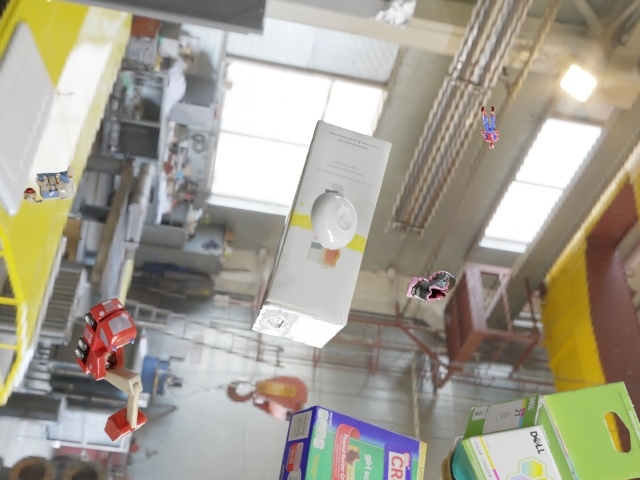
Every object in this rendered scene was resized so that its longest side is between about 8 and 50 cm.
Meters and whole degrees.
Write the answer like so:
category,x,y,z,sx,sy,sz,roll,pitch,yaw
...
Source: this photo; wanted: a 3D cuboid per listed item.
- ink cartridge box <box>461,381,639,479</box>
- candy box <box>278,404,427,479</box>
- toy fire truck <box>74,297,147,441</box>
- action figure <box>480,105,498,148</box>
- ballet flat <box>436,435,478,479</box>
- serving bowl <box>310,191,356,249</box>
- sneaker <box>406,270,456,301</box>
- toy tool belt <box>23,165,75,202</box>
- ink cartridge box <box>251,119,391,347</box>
category,x,y,z,sx,sy,sz,roll,pitch,yaw
ink cartridge box,0.383,0.346,1.255,0.189,0.255,0.097,65,27,-12
candy box,0.070,0.544,1.734,0.122,0.317,0.268,-28,-135,50
toy fire truck,-0.288,0.184,1.102,0.135,0.047,0.192,49,-44,18
action figure,0.395,-0.260,1.829,0.115,0.038,0.030,68,28,-45
ballet flat,0.224,0.431,1.331,0.073,0.080,0.232,-36,-162,29
serving bowl,0.025,-0.029,1.118,0.027,0.083,0.083,-8,-111,44
sneaker,0.207,0.087,1.383,0.057,0.119,0.047,23,-66,42
toy tool belt,-0.436,-0.095,1.262,0.052,0.083,0.051,45,-44,45
ink cartridge box,0.000,0.000,1.582,0.279,0.160,0.385,118,-11,-70
